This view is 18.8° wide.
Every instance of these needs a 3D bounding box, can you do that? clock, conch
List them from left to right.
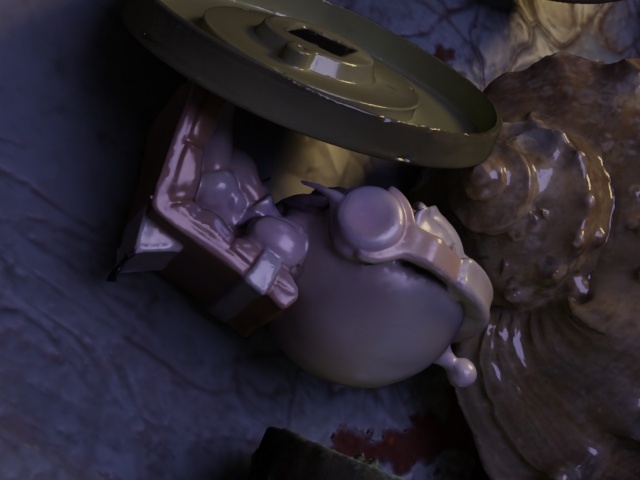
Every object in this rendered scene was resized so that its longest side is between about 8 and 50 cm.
[{"bbox_3d":[-0.003,-0.108,1.135,0.235,0.235,0.029,9,114,-34],"label":"clock"},{"bbox_3d":[0.215,0.043,1.244,0.352,0.210,0.297,21,71,-29],"label":"conch"}]

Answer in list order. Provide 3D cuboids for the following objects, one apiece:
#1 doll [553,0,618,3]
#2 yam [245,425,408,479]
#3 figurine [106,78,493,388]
[{"bbox_3d":[0.172,-0.286,1.319,0.251,0.221,0.221,24,59,9],"label":"doll"},{"bbox_3d":[0.005,0.254,1.042,0.202,0.201,0.271,20,77,12],"label":"yam"},{"bbox_3d":[-0.001,0.003,1.133,0.237,0.162,0.141,26,67,-7],"label":"figurine"}]
